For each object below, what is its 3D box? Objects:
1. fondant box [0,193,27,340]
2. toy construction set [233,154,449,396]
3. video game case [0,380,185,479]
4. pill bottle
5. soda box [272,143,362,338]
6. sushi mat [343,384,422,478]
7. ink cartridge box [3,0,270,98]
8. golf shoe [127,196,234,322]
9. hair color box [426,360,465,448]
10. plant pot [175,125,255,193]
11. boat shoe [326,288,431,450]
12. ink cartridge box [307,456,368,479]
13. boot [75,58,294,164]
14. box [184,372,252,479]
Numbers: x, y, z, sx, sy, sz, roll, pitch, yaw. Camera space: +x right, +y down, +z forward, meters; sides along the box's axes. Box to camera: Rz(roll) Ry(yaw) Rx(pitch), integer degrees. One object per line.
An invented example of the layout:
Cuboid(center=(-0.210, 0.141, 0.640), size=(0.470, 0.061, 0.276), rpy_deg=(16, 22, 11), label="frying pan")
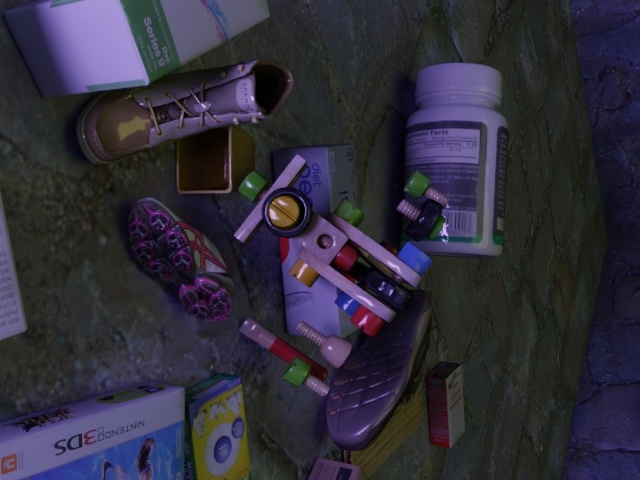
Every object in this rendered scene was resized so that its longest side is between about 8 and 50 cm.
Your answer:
Cuboid(center=(-0.358, -0.057, 0.469), size=(0.238, 0.096, 0.330), rpy_deg=(-24, 111, -55), label="fondant box")
Cuboid(center=(-0.019, 0.028, 0.885), size=(0.309, 0.237, 0.257), rpy_deg=(-55, -176, 24), label="toy construction set")
Cuboid(center=(-0.243, 0.303, 0.704), size=(0.244, 0.061, 0.270), rpy_deg=(-4, 95, -57), label="video game case")
Cuboid(center=(0.266, -0.150, 1.359), size=(0.204, 0.204, 0.361), rpy_deg=(8, 85, -58), label="pill bottle")
Cuboid(center=(0.000, 0.000, 1.041), size=(0.091, 0.098, 0.286), rpy_deg=(-20, 109, -58), label="soda box")
Cuboid(center=(0.126, 0.352, 1.333), size=(0.316, 0.019, 0.151), rpy_deg=(-20, 107, -57), label="sushi mat")
Cuboid(center=(-0.175, -0.228, 0.696), size=(0.212, 0.154, 0.093), rpy_deg=(-50, 132, -45), label="ink cartridge box")
Cuboid(center=(-0.166, 0.014, 0.821), size=(0.086, 0.067, 0.186), rpy_deg=(-96, 161, -51), label="golf shoe")
Cuboid(center=(0.284, 0.371, 1.556), size=(0.093, 0.053, 0.167), rpy_deg=(-22, 111, -55), label="hair color box")
Cuboid(center=(-0.123, -0.099, 0.861), size=(0.083, 0.081, 0.082), rpy_deg=(-7, 97, -64), label="plant pot")
Cuboid(center=(0.128, 0.239, 1.224), size=(0.355, 0.132, 0.130), rpy_deg=(-54, 132, -41), label="boat shoe")
Cuboid(center=(0.033, 0.505, 1.129), size=(0.193, 0.088, 0.235), rpy_deg=(-63, 141, -36), label="ink cartridge box")
Cuboid(center=(-0.141, -0.145, 0.744), size=(0.213, 0.165, 0.077), rpy_deg=(-42, 125, -51), label="boot")
Cuboid(center=(-0.140, 0.274, 0.885), size=(0.105, 0.043, 0.179), rpy_deg=(-20, 110, -56), label="box")
